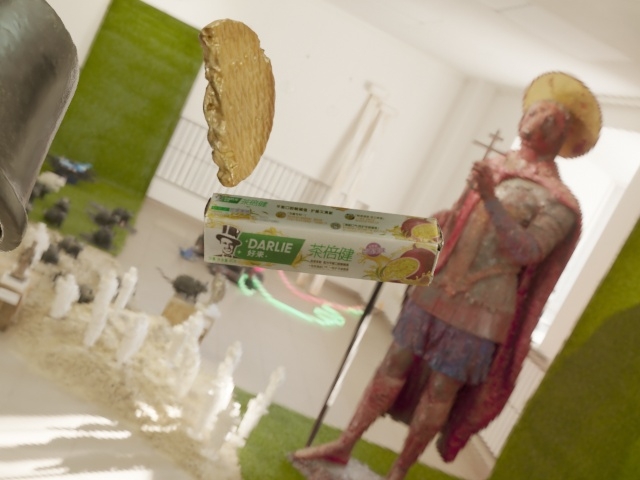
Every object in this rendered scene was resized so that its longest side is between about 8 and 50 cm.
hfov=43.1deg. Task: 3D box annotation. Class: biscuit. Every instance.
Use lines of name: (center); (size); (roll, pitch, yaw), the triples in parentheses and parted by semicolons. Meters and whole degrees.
biscuit: (-0.110, -0.197, 1.103); (0.033, 0.224, 0.144); (12, 34, 27)

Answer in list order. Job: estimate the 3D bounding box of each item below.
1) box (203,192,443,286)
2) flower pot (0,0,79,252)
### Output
box: (0.000, 0.000, 0.709); (0.207, 0.050, 0.041); (7, 37, 0)
flower pot: (-0.450, -0.191, 1.002); (0.379, 0.251, 0.379); (25, -30, 16)
